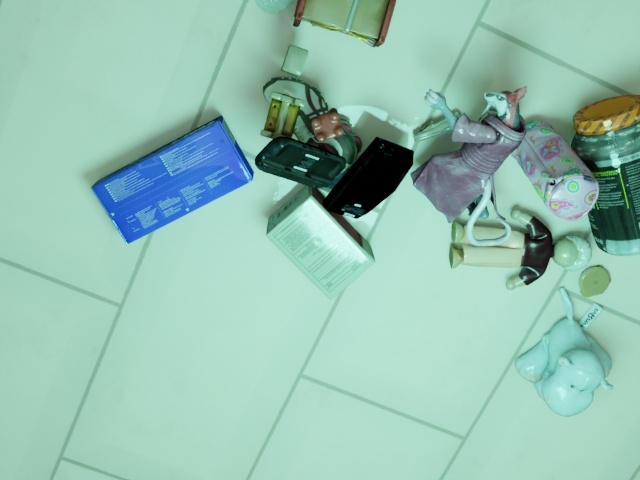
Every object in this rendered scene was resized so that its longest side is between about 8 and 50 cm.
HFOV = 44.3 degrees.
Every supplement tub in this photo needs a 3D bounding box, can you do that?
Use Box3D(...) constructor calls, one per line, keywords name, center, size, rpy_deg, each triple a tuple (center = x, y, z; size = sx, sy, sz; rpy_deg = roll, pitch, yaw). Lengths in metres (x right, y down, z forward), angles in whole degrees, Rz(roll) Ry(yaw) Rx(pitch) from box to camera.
Box3D(name="supplement tub", center=(0.707, -0.151, 1.823), size=(0.207, 0.207, 0.337), rpy_deg=(-19, 110, 5))

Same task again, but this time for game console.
Box3D(name="game console", center=(0.030, -0.160, 1.733), size=(0.361, 0.044, 0.213), rpy_deg=(14, 130, -37))

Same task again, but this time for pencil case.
Box3D(name="pencil case", center=(0.522, -0.163, 1.773), size=(0.124, 0.284, 0.124), rpy_deg=(-3, 125, -5))

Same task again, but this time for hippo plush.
Box3D(name="hippo plush", center=(0.657, 0.327, 1.978), size=(0.234, 0.236, 0.294), rpy_deg=(26, 107, -10))

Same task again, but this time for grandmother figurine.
Box3D(name="grandmother figurine", center=(0.496, 0.028, 1.942), size=(0.343, 0.104, 0.207), rpy_deg=(2, 118, 1))

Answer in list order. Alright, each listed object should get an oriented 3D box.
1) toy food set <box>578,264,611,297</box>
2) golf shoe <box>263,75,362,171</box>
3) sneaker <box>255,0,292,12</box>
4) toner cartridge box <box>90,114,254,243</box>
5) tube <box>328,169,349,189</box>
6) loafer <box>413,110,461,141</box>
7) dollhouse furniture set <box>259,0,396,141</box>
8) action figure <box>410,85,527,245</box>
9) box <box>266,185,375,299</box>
Box3D(name="toy food set", center=(0.702, 0.104, 2.014), size=(0.083, 0.020, 0.083), rpy_deg=(-20, 109, 5))
Box3D(name="golf shoe", center=(-0.022, -0.267, 1.799), size=(0.273, 0.120, 0.105), rpy_deg=(37, 130, -11))
Box3D(name="sneaker", center=(-0.072, -0.605, 1.709), size=(0.090, 0.094, 0.235), rpy_deg=(22, 127, -14))
Box3D(name="toner cartridge box", center=(-0.348, -0.143, 1.868), size=(0.348, 0.075, 0.165), rpy_deg=(-26, 107, 7))
Box3D(name="tube", center=(0.045, -0.148, 1.893), size=(0.207, 0.052, 0.080), rpy_deg=(24, 104, -6))
Box3D(name="loafer", center=(0.276, -0.270, 1.860), size=(0.125, 0.045, 0.039), rpy_deg=(-19, 93, -2))
Box3D(name="dollhouse furniture set", center=(0.013, -0.384, 1.723), size=(0.201, 0.152, 0.373), rpy_deg=(16, 100, -7))
Box3D(name="action figure", center=(0.353, -0.187, 1.744), size=(0.248, 0.275, 0.370), rpy_deg=(-7, 149, -27))
Box3D(name="box", center=(0.000, 0.000, 1.901), size=(0.149, 0.127, 0.232), rpy_deg=(-41, 106, 12))
